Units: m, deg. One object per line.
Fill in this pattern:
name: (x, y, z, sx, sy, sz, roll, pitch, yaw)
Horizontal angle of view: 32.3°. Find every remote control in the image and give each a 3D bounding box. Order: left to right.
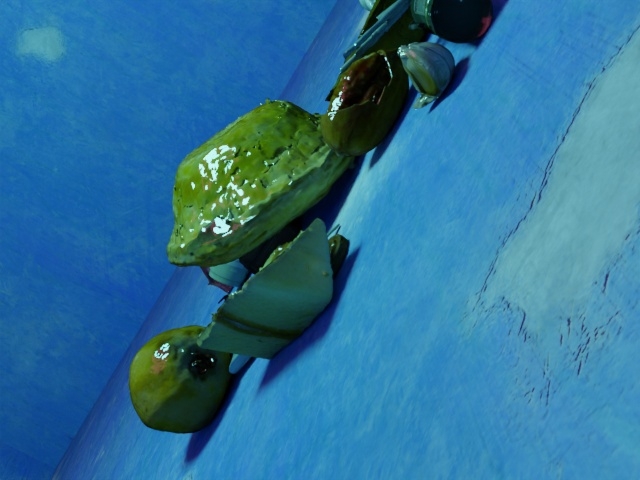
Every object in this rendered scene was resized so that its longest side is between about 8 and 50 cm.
remote control: (-0.103, 0.157, 1.845, 0.162, 0.029, 0.061, -48, 17, 32)

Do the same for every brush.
brush: (0.000, 0.000, 1.762, 0.083, 0.013, 0.016, -44, -5, -21)

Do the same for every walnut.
walnut: (0.077, -0.228, 1.802, 0.207, 0.115, 0.116, -57, 10, -5)

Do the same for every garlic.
garlic: (0.155, -0.248, 1.591, 0.074, 0.094, 0.113, -29, 7, -9)

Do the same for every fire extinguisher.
fire extinguisher: (0.187, -0.356, 1.685, 0.118, 0.093, 0.294, -43, 13, 8)

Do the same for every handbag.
handbag: (-0.099, -0.014, 2.173, 0.151, 0.072, 0.193, -57, 12, 18)

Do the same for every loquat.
loquat: (-0.241, 0.238, 1.912, 0.234, 0.176, 0.187, 132, 147, -60)

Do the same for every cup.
cup: (-0.184, 0.021, 2.378, 0.120, 0.120, 0.141, -102, 36, -75)

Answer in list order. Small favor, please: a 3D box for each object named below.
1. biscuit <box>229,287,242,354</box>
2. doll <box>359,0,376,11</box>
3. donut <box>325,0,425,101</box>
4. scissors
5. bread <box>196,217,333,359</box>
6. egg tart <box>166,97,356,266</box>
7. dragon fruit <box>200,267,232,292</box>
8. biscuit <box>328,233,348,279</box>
biscuit: (-0.202, 0.210, 2.142, 0.262, 0.037, 0.262, -57, 11, 18)
doll: (0.143, -0.494, 2.231, 0.107, 0.110, 0.181, -43, 11, 2)
donut: (0.111, -0.352, 2.032, 0.272, 0.107, 0.272, -60, 5, 9)
scissors: (0.160, -0.414, 1.817, 0.383, 0.029, 0.256, -45, -1, -14)
bread: (-0.076, 0.087, 1.630, 0.178, 0.142, 0.266, -27, -13, -30)
egg tart: (-0.124, -0.127, 2.013, 0.443, 0.178, 0.443, -34, 15, 10)
dragon fruit: (-0.206, -0.039, 2.494, 0.274, 0.161, 0.126, -58, 13, 20)
biscuit: (-0.008, 0.050, 1.689, 0.124, 0.026, 0.175, -63, 11, -20)
